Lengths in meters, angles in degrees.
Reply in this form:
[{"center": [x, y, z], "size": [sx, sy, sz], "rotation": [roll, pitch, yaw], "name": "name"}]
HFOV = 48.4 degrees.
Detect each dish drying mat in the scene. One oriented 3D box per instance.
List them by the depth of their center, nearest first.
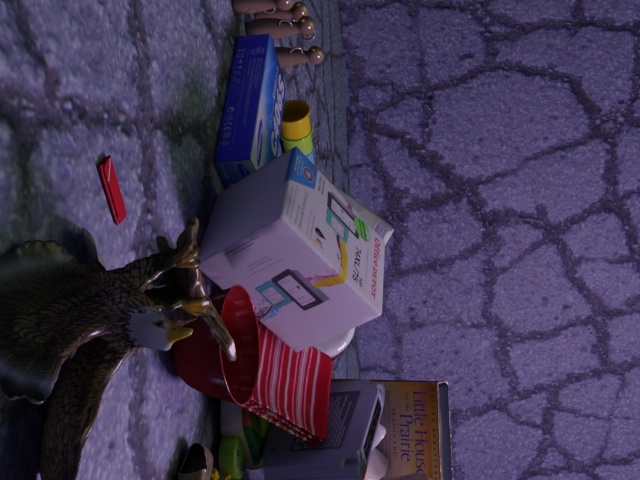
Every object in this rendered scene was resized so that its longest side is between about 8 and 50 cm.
[{"center": [-0.257, -0.062, 0.885], "size": [0.032, 0.008, 0.083], "rotation": [-79, 163, -58], "name": "dish drying mat"}]

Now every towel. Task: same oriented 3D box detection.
[{"center": [-0.089, 0.222, 1.254], "size": [0.275, 0.031, 0.198], "rotation": [35, 37, -24], "name": "towel"}]

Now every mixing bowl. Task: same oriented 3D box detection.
[{"center": [-0.165, 0.160, 1.085], "size": [0.181, 0.098, 0.181], "rotation": [-4, 90, -77], "name": "mixing bowl"}]

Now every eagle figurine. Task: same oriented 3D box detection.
[{"center": [-0.218, 0.096, 0.687], "size": [0.226, 0.225, 0.298], "rotation": [49, 49, 1], "name": "eagle figurine"}]

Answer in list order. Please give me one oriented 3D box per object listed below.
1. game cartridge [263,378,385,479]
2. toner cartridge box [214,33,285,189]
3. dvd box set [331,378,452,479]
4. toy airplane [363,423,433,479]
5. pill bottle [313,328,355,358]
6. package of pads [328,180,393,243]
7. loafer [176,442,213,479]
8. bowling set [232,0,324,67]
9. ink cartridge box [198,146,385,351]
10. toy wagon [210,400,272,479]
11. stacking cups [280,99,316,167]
[{"center": [0.005, 0.357, 1.341], "size": [0.297, 0.198, 0.062], "rotation": [-53, 129, -67], "name": "game cartridge"}, {"center": [-0.136, -0.242, 1.450], "size": [0.165, 0.075, 0.347], "rotation": [72, 18, -55], "name": "toner cartridge box"}, {"center": [0.079, 0.453, 1.543], "size": [0.062, 0.421, 0.307], "rotation": [8, 77, -57], "name": "dvd box set"}, {"center": [0.034, 0.530, 1.328], "size": [0.272, 0.384, 0.386], "rotation": [53, -4, 1], "name": "toy airplane"}, {"center": [-0.030, 0.202, 1.528], "size": [0.278, 0.162, 0.162], "rotation": [116, -22, -66], "name": "pill bottle"}, {"center": [-0.001, -0.053, 1.500], "size": [0.101, 0.229, 0.296], "rotation": [-58, -166, -8], "name": "package of pads"}, {"center": [-0.190, 0.363, 1.047], "size": [0.148, 0.056, 0.050], "rotation": [-97, 176, -49], "name": "loafer"}, {"center": [-0.085, -0.529, 1.583], "size": [0.287, 0.154, 0.199], "rotation": [55, 34, -73], "name": "bowling set"}, {"center": [-0.042, 0.022, 1.257], "size": [0.270, 0.197, 0.198], "rotation": [45, 33, -29], "name": "ink cartridge box"}, {"center": [-0.136, 0.312, 1.324], "size": [0.344, 0.068, 0.267], "rotation": [-81, 165, -51], "name": "toy wagon"}, {"center": [-0.048, -0.219, 1.899], "size": [0.316, 0.096, 0.096], "rotation": [77, 14, -45], "name": "stacking cups"}]
